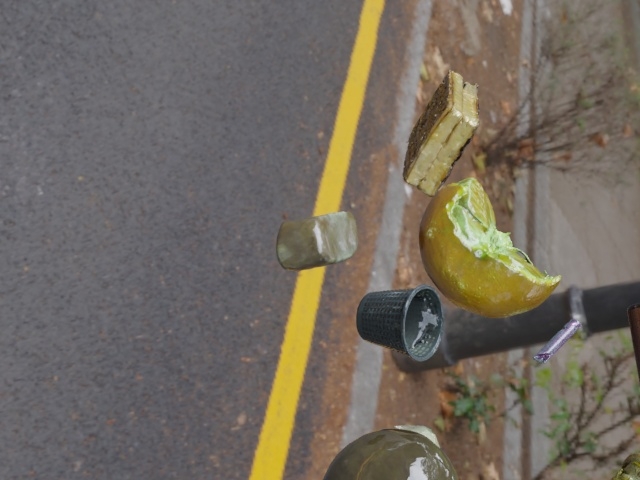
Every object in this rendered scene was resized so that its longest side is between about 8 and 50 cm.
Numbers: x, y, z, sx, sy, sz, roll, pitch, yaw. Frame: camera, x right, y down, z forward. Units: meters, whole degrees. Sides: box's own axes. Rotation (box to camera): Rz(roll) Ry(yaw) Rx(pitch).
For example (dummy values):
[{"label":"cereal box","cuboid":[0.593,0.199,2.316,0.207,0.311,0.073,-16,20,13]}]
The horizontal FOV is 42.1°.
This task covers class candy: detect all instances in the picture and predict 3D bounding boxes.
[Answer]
[{"label":"candy","cuboid":[0.000,0.000,1.639,0.234,0.104,0.102,-9,89,-69]}]

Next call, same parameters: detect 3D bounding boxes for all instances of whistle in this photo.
[{"label":"whistle","cuboid":[0.612,0.260,2.145,0.176,0.033,0.033,-36,110,-29]}]

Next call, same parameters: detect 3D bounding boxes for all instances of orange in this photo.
[{"label":"orange","cuboid":[0.245,0.025,1.307,0.237,0.158,0.179,51,11,11]}]

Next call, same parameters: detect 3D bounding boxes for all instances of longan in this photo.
[{"label":"longan","cuboid":[0.100,0.405,1.241,0.248,0.248,0.248,33,49,-49]}]

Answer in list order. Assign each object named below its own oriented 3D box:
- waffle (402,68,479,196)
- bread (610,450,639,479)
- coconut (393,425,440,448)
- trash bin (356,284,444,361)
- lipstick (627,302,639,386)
[{"label":"waffle","cuboid":[0.273,-0.248,1.886,0.091,0.212,0.308,27,28,-5]},{"label":"bread","cuboid":[0.653,0.516,1.685,0.213,0.105,0.213,-9,110,-26]},{"label":"coconut","cuboid":[0.163,0.389,1.491,0.122,0.116,0.116,-54,130,-14]},{"label":"trash bin","cuboid":[0.174,0.181,1.924,0.175,0.161,0.175,-8,100,-51]},{"label":"lipstick","cuboid":[0.612,0.289,1.508,0.057,0.057,0.356,24,59,-54]}]
